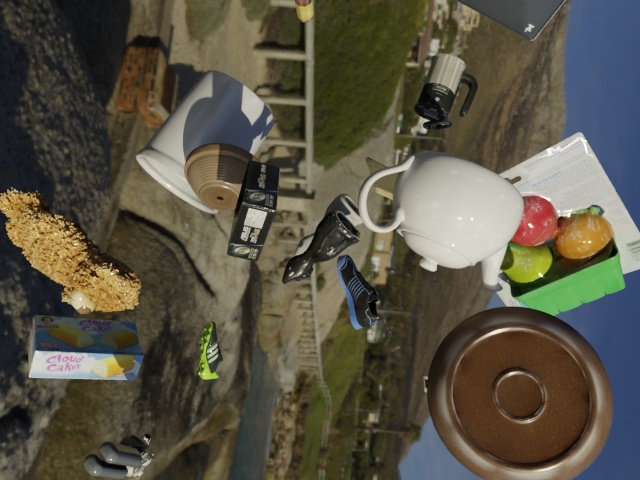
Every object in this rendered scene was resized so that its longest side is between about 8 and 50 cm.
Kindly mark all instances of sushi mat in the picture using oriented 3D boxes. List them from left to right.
[{"bbox_3d":[0.247,-0.128,1.557,0.316,0.019,0.151,36,-20,43],"label":"sushi mat"}]

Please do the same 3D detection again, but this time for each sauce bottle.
[{"bbox_3d":[-0.037,-0.535,1.243,0.128,0.042,0.042,85,10,-82],"label":"sauce bottle"}]

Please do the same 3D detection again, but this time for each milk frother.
[{"bbox_3d":[0.287,-0.344,1.336,0.135,0.129,0.143,-68,-164,-10],"label":"milk frother"}]

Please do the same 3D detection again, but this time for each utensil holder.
[{"bbox_3d":[-0.386,-0.339,1.940,0.386,0.327,0.328,-56,171,-14],"label":"utensil holder"}]

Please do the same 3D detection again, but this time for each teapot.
[{"bbox_3d":[0.226,-0.036,1.019,0.187,0.255,0.252,-63,154,-4],"label":"teapot"}]

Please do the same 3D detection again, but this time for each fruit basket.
[{"bbox_3d":[0.484,-0.017,1.214,0.353,0.327,0.165,52,29,-13],"label":"fruit basket"}]

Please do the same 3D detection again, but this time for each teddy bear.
[{"bbox_3d":[-0.515,0.036,1.109,0.113,0.338,0.245,-44,-179,-44],"label":"teddy bear"}]

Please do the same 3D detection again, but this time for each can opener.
[{"bbox_3d":[-0.440,0.476,1.226,0.074,0.093,0.280,-40,163,-14],"label":"can opener"}]

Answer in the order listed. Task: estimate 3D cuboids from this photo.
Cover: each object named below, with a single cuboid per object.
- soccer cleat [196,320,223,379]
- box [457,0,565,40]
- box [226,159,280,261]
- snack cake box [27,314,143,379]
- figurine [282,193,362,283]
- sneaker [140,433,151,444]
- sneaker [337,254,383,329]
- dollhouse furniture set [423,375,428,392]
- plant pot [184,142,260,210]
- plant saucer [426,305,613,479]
[{"bbox_3d":[-0.340,0.344,1.753,0.060,0.072,0.179,-5,-103,54],"label":"soccer cleat"},{"bbox_3d":[0.350,-0.597,1.098,0.183,0.296,0.294,124,-13,-51],"label":"box"},{"bbox_3d":[-0.154,-0.066,1.289,0.180,0.077,0.148,115,-17,-45],"label":"box"},{"bbox_3d":[-0.617,0.282,1.473,0.152,0.264,0.089,51,-57,49],"label":"snack cake box"},{"bbox_3d":[0.000,0.000,1.352,0.209,0.092,0.215,-42,-171,22],"label":"figurine"},{"bbox_3d":[-0.502,0.574,1.615,0.037,0.032,0.083,-43,176,-8],"label":"sneaker"},{"bbox_3d":[0.120,0.144,1.666,0.081,0.090,0.233,12,60,-60],"label":"sneaker"},{"bbox_3d":[0.270,0.304,1.123,0.091,0.114,0.081,-85,-163,-47],"label":"dollhouse furniture set"},{"bbox_3d":[-0.286,-0.164,1.634,0.237,0.237,0.110,93,1,-54],"label":"plant pot"},{"bbox_3d":[0.339,0.266,0.961,0.050,0.310,0.311,46,48,-71],"label":"plant saucer"}]
